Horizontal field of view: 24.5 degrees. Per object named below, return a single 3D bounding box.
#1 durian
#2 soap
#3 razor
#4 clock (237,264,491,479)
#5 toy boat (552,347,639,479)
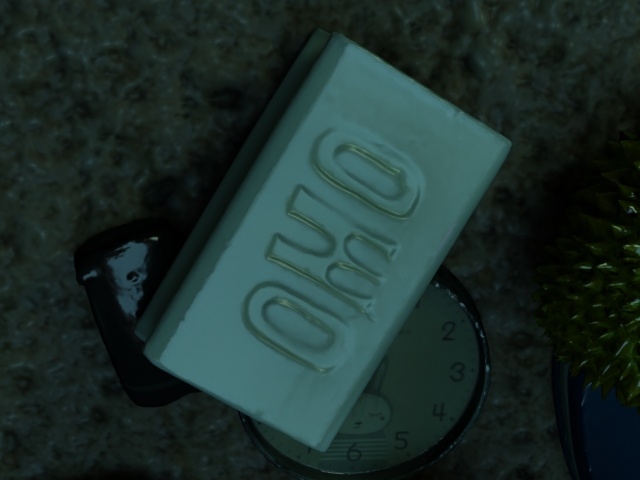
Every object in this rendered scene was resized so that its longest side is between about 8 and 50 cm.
[{"bbox_3d":[0.256,0.019,1.093,0.176,0.200,0.237,24,111,6],"label":"durian"},{"bbox_3d":[0.000,0.000,1.069,0.160,0.087,0.265,31,94,-17],"label":"soap"},{"bbox_3d":[-0.129,0.056,1.132,0.090,0.054,0.148,-21,118,-3],"label":"razor"},{"bbox_3d":[0.033,0.106,1.191,0.215,0.042,0.215,-4,116,-7],"label":"clock"},{"bbox_3d":[0.271,0.210,1.271,0.096,0.062,0.299,-20,118,0],"label":"toy boat"}]
